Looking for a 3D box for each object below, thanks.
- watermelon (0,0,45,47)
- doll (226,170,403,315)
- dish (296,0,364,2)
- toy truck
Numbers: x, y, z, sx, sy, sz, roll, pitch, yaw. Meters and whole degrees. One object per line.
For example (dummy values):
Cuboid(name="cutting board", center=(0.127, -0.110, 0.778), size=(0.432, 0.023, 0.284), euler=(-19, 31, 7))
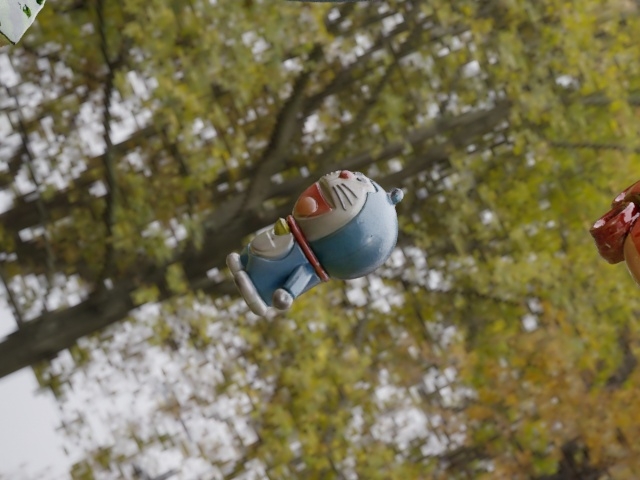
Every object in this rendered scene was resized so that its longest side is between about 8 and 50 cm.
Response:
Cuboid(name="watermelon", center=(-0.295, -0.193, 1.163), size=(0.125, 0.135, 0.094), euler=(-89, -165, -50))
Cuboid(name="doll", center=(0.000, 0.000, 1.133), size=(0.085, 0.152, 0.114), euler=(58, 4, -31))
Cuboid(name="dish", center=(0.023, -0.218, 0.519), size=(0.273, 0.273, 0.134), euler=(114, -29, -61))
Cuboid(name="toy truck", center=(0.499, -0.021, 1.817), size=(0.239, 0.265, 0.189), euler=(-34, -85, 32))
